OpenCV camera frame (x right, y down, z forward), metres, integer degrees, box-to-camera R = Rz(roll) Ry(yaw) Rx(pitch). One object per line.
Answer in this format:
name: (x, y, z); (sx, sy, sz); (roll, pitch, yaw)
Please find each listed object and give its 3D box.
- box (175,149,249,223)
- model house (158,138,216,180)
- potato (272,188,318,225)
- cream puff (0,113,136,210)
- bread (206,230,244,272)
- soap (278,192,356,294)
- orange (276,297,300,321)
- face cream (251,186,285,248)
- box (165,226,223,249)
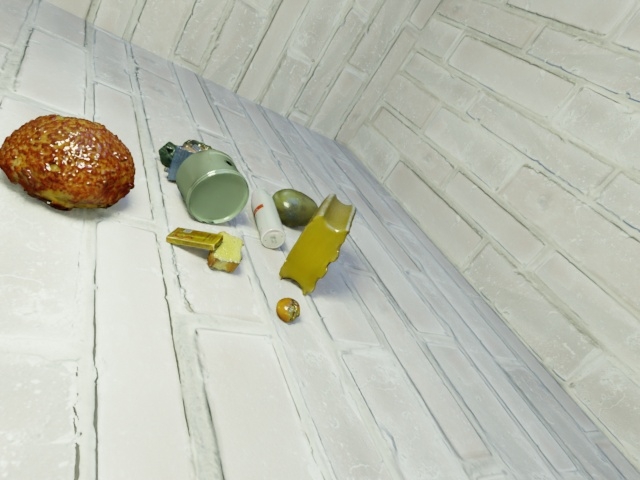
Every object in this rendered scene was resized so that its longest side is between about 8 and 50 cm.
box: (-0.383, -0.189, 1.543); (0.226, 0.226, 0.149); (10, 33, -45)
model house: (-0.534, -0.312, 1.677); (0.183, 0.166, 0.172); (35, 23, 32)
potato: (-0.104, -0.139, 1.926); (0.251, 0.159, 0.174); (12, 60, -35)
cream puff: (-0.688, -0.229, 1.215); (0.350, 0.229, 0.350); (26, 25, -14)
bread: (-0.309, 0.040, 1.405); (0.103, 0.065, 0.187); (24, 21, -20)
soap: (0.000, 0.000, 1.612); (0.156, 0.293, 0.335); (31, 24, -2)
orange: (-0.100, 0.212, 1.353); (0.086, 0.062, 0.086); (28, 21, -12)
face cream: (-0.222, -0.106, 1.759); (0.102, 0.102, 0.345); (20, 26, -31)
box: (-0.394, -0.007, 1.358); (0.156, 0.022, 0.089); (9, 22, 3)
